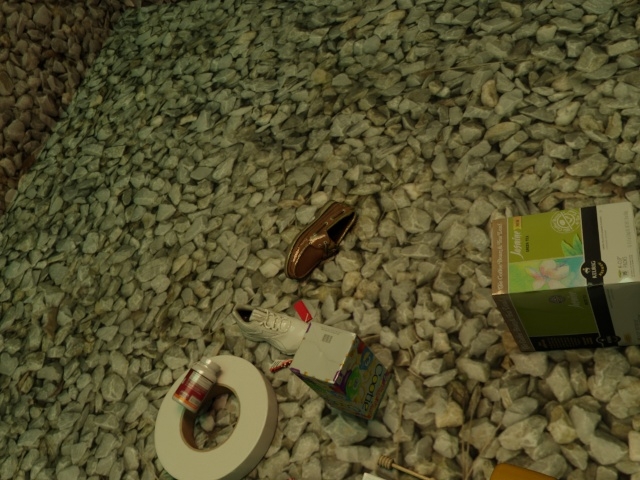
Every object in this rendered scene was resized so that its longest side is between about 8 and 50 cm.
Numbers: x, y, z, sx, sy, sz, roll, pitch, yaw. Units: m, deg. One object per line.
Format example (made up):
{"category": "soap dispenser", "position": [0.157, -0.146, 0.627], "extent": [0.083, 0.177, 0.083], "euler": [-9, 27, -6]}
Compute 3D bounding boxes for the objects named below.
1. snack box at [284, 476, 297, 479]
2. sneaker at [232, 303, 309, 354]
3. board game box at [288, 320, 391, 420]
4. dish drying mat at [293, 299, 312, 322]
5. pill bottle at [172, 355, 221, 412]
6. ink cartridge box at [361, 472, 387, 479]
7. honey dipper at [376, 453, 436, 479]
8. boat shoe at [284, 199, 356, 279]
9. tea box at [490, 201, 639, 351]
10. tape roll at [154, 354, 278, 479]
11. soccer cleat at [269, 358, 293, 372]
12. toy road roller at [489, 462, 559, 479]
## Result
{"category": "snack box", "position": [-0.116, 0.743, 1.841], "extent": [0.174, 0.070, 0.207], "euler": [-25, 52, 12]}
{"category": "sneaker", "position": [-0.147, 0.262, 2.155], "extent": [0.297, 0.129, 0.111], "euler": [6, 60, 31]}
{"category": "board game box", "position": [0.059, 0.348, 1.883], "extent": [0.144, 0.275, 0.142], "euler": [11, 64, 34]}
{"category": "dish drying mat", "position": [-0.055, 0.221, 2.213], "extent": [0.032, 0.008, 0.083], "euler": [-37, 48, 2]}
{"category": "pill bottle", "position": [-0.361, 0.421, 2.096], "extent": [0.086, 0.086, 0.152], "euler": [19, 68, 37]}
{"category": "ink cartridge box", "position": [0.183, 0.698, 1.736], "extent": [0.232, 0.066, 0.189], "euler": [17, 66, 13]}
{"category": "honey dipper", "position": [0.217, 0.582, 1.799], "extent": [0.160, 0.030, 0.030], "euler": [15, 66, 33]}
{"category": "boat shoe", "position": [0.000, 0.000, 2.269], "extent": [0.104, 0.111, 0.307], "euler": [20, 70, 38]}
{"category": "tea box", "position": [0.603, 0.100, 1.721], "extent": [0.323, 0.329, 0.220], "euler": [-8, 55, 23]}
{"category": "tape roll", "position": [-0.310, 0.527, 2.098], "extent": [0.392, 0.072, 0.392], "euler": [-15, 52, 20]}
{"category": "soccer cleat", "position": [-0.118, 0.366, 2.133], "extent": [0.083, 0.029, 0.035], "euler": [-27, 53, 15]}
{"category": "toy road roller", "position": [0.398, 0.598, 1.488], "extent": [0.202, 0.329, 0.240], "euler": [8, 78, 27]}
